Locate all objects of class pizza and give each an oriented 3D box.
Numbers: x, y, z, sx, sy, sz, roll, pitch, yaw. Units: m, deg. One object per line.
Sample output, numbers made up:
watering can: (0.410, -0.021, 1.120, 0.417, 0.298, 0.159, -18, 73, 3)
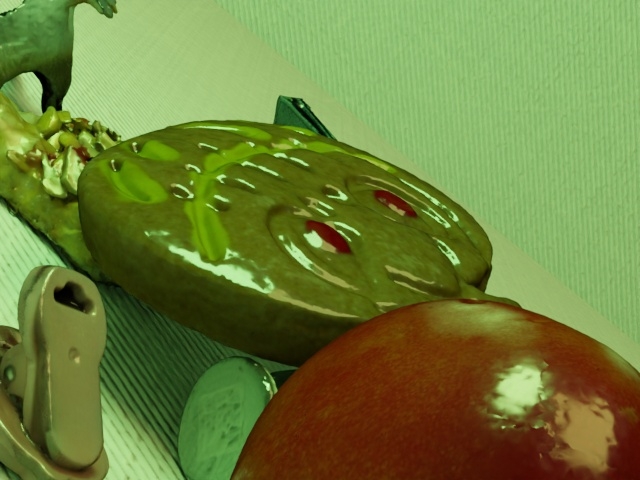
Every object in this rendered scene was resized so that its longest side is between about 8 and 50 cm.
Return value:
pizza: (-0.228, -0.079, 1.186, 0.287, 0.074, 0.251, 43, 10, 3)

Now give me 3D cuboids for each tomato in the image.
tomato: (0.098, 0.154, 0.775, 0.298, 0.226, 0.298, 23, -3, 1)

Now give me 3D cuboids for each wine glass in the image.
wine glass: (0.001, 0.151, 0.961, 0.204, 0.111, 0.111, 21, 22, -41)

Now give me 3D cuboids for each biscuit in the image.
biscuit: (0.004, -0.008, 1.066, 0.350, 0.070, 0.394, 25, 21, 10)

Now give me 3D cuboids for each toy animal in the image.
toy animal: (-0.262, -0.181, 1.281, 0.197, 0.160, 0.272, 44, 15, -7)

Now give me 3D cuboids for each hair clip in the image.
hair clip: (-0.184, 0.092, 0.817, 0.123, 0.102, 0.138, 19, 57, -54)

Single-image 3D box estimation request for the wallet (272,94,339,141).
wallet: (0.029, 0.020, 1.349, 0.046, 0.191, 0.379, -3, 36, -29)
